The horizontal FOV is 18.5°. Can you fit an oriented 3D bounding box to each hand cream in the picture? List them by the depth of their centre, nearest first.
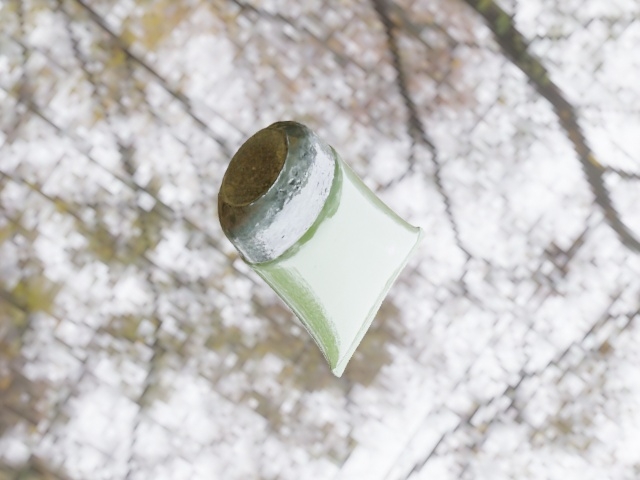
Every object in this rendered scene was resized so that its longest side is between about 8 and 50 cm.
[{"bbox_3d":[0.000,0.000,1.009,0.046,0.175,0.095,25,-102,29],"label":"hand cream"}]
